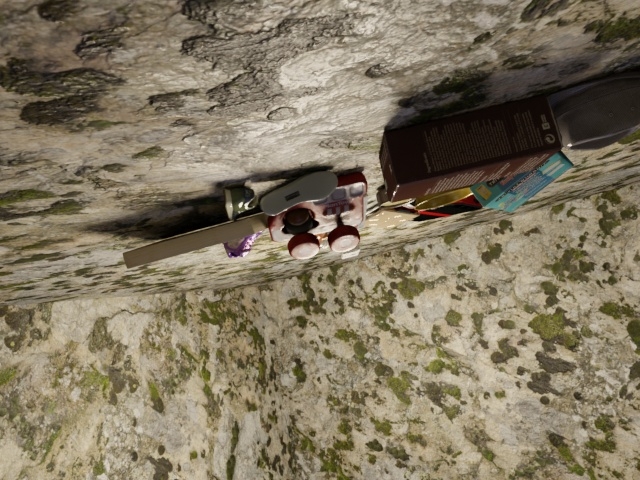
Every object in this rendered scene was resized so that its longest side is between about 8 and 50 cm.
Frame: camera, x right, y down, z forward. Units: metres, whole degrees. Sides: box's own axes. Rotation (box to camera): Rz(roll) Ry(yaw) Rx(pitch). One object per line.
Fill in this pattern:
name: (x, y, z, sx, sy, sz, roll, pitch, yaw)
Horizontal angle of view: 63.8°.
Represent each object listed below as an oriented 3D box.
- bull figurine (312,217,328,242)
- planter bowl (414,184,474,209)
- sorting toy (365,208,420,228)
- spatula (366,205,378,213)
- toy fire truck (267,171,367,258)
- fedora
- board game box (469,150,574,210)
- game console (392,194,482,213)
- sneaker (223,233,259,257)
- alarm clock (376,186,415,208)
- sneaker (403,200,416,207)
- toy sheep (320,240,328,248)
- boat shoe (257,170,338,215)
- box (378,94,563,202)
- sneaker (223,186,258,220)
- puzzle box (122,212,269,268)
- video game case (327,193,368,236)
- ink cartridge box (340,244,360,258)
bull figurine: (-0.018, -0.051, 1.851, 0.188, 0.101, 0.310, -15, 171, 2)
planter bowl: (0.399, -0.176, 1.677, 0.217, 0.091, 0.217, -15, 170, -3)
sorting toy: (0.266, -0.091, 2.073, 0.208, 0.038, 0.193, 1, 165, -29)
spatula: (0.158, -0.095, 1.965, 0.168, 0.019, 0.242, -28, 176, -38)
toy fire truck: (-0.011, -0.089, 1.529, 0.302, 0.170, 0.254, -11, 145, -3)
fedora: (0.654, -0.289, 1.213, 0.275, 0.125, 0.244, -13, 171, -2)
board game box: (0.646, -0.204, 1.632, 0.253, 0.079, 0.336, -42, 157, 26)
game console: (0.494, -0.142, 2.207, 0.341, 0.060, 0.386, -11, 173, 34)
sneaker: (-0.269, 0.001, 1.816, 0.095, 0.105, 0.236, -3, 166, -43)
alarm clock: (0.246, -0.153, 1.701, 0.129, 0.064, 0.192, -15, 173, 16)
sneaker: (0.366, -0.152, 1.923, 0.178, 0.072, 0.077, 4, 175, -37)
toy sheep: (0.000, 0.000, 2.265, 0.091, 0.091, 0.132, -17, -171, 25)
boat shoe: (-0.063, -0.136, 1.366, 0.219, 0.078, 0.070, -20, -153, -11)
box: (0.341, -0.210, 1.230, 0.381, 0.143, 0.191, -14, 172, 0)
sneaker: (-0.210, -0.097, 1.384, 0.086, 0.064, 0.192, -9, 169, -7)
puzzle box: (-0.359, -0.008, 1.581, 0.408, 0.052, 0.272, -15, -174, 10)
video game case: (0.093, -0.081, 1.756, 0.143, 0.019, 0.157, -20, 141, -20)
ink cartridge box: (0.112, -0.004, 2.212, 0.082, 0.140, 0.191, -15, 172, 1)
